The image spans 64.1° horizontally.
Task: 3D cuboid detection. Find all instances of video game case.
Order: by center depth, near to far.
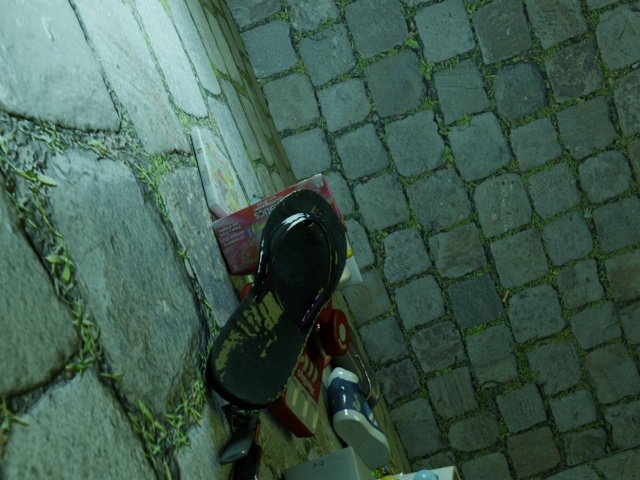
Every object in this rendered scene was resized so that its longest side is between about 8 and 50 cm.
[{"bbox_3d":[-0.231,-0.123,1.214,0.227,0.026,0.207,57,13,-66],"label":"video game case"}]

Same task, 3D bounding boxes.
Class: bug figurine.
[{"bbox_3d":[0.215,0.837,1.778,0.216,0.072,0.279,62,11,-12],"label":"bug figurine"}]

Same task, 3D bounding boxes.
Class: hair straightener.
[{"bbox_3d":[-0.111,0.273,0.767,0.230,0.047,0.089,-70,139,-82],"label":"hair straightener"}]

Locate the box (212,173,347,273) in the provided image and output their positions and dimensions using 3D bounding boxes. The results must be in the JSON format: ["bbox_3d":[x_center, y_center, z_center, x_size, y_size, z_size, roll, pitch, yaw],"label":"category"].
[{"bbox_3d":[-0.082,-0.028,1.098,0.128,0.256,0.123,38,29,-81],"label":"box"}]

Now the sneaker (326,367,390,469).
[{"bbox_3d":[0.119,0.543,1.612,0.236,0.130,0.323,-97,160,-54],"label":"sneaker"}]

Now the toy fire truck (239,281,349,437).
[{"bbox_3d":[-0.060,0.220,1.016,0.302,0.169,0.254,63,27,-44],"label":"toy fire truck"}]

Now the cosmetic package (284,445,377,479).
[{"bbox_3d":[0.048,0.530,0.903,0.225,0.138,0.224,-107,174,-45],"label":"cosmetic package"}]

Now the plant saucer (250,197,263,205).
[{"bbox_3d":[-0.135,0.009,1.595,0.317,0.043,0.318,-21,90,-84],"label":"plant saucer"}]

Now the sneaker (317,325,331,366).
[{"bbox_3d":[-0.012,0.306,1.334,0.314,0.115,0.136,-41,136,-75],"label":"sneaker"}]

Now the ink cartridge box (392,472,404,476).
[{"bbox_3d":[0.194,0.750,1.418,0.093,0.160,0.220,-107,174,-49],"label":"ink cartridge box"}]

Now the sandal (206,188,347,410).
[{"bbox_3d":[-0.040,0.065,0.857,0.167,0.107,0.446,28,48,-10],"label":"sandal"}]

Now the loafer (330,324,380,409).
[{"bbox_3d":[0.088,0.450,1.849,0.130,0.134,0.366,28,24,-45],"label":"loafer"}]

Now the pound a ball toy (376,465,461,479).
[{"bbox_3d":[0.153,0.565,1.129,0.136,0.319,0.208,69,21,-4],"label":"pound a ball toy"}]

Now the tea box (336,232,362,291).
[{"bbox_3d":[0.000,0.000,2.037,0.324,0.219,0.329,-94,162,-70],"label":"tea box"}]

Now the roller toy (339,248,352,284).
[{"bbox_3d":[0.002,0.101,1.790,0.191,0.209,0.146,-21,88,-52],"label":"roller toy"}]
